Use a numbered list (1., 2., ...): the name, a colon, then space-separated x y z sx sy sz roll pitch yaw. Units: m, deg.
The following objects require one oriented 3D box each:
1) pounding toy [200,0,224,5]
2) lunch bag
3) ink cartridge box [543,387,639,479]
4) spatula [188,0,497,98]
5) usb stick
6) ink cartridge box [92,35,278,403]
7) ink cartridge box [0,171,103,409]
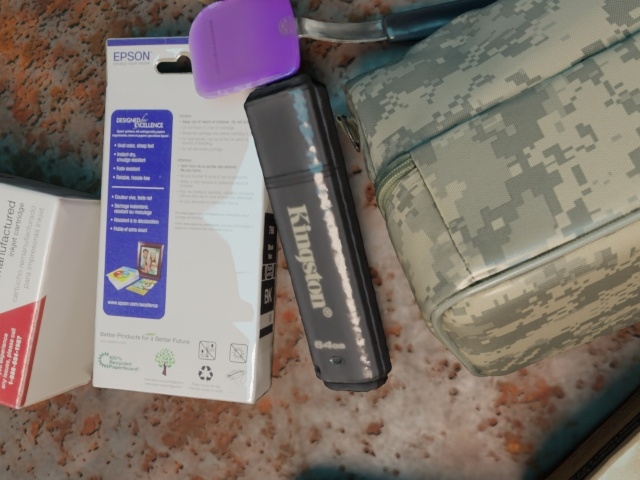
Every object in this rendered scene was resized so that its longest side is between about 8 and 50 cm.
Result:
1. pounding toy: -0.049 -0.263 0.508 0.270 0.154 0.154 -26 84 -7
2. lunch bag: 0.179 -0.083 0.413 0.305 0.212 0.256 -28 58 12
3. ink cartridge box: 0.306 0.223 0.419 0.193 0.088 0.234 -44 75 -3
4. spatula: 0.035 -0.184 0.503 0.297 0.030 0.084 -10 83 -7
5. usb stick: 0.000 0.000 0.505 0.077 0.045 0.277 -9 103 26
6. ink cartridge box: -0.124 -0.022 0.557 0.166 0.065 0.332 4 92 12
7. ink cartridge box: -0.360 0.026 0.586 0.273 0.114 0.196 13 93 14
